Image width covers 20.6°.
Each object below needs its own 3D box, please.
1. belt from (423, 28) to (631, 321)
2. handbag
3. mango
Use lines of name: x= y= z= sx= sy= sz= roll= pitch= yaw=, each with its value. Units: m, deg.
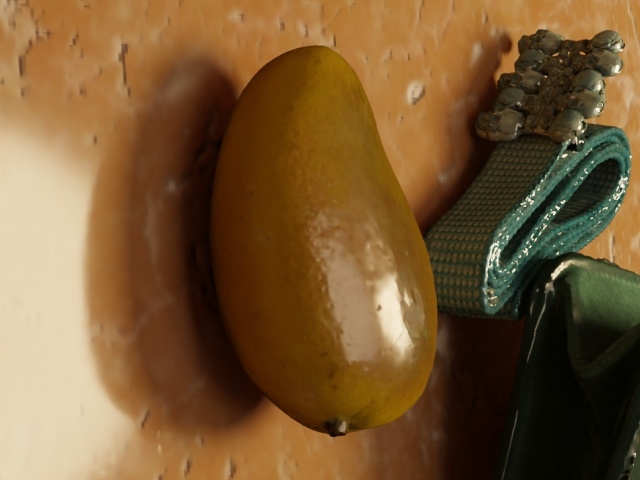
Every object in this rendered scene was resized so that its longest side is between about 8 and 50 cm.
belt: x=0.103 y=-0.028 z=0.884 sx=0.179 sy=0.065 sz=0.100 roll=-45 pitch=132 yaw=-48
handbag: x=0.195 y=0.145 z=0.940 sx=0.326 sy=0.089 sz=0.238 roll=15 pitch=89 yaw=-54
mango: x=0.000 y=0.000 z=0.725 sx=0.103 sy=0.076 sz=0.161 roll=-9 pitch=90 yaw=-50
